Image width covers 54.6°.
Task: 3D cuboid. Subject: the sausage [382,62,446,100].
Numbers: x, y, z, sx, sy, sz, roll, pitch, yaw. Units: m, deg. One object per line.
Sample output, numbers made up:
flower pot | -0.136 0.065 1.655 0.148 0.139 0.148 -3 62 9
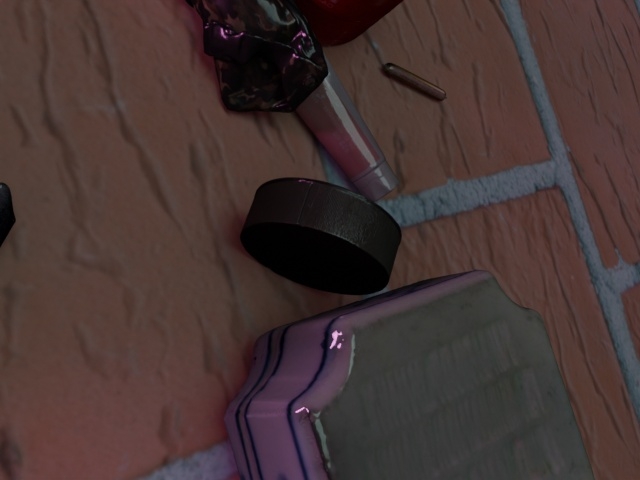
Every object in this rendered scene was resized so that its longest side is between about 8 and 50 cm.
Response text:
sausage | 0.113 -0.187 0.733 0.100 0.015 0.015 17 68 -30

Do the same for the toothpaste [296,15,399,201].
toothpaste | 0.010 -0.127 0.630 0.067 0.043 0.195 -35 99 0

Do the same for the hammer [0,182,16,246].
hammer | -0.289 0.076 0.375 0.137 0.037 0.290 37 60 -23

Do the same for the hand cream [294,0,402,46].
hand cream | 0.017 -0.313 0.636 0.193 0.125 0.193 8 76 -32

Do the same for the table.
table | 0.000 0.000 0.532 0.133 0.133 0.043 30 64 -25

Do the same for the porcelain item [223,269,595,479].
porcelain item | 0.079 0.183 0.523 0.285 0.157 0.282 -15 84 -35

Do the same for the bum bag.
bum bag | -0.080 -0.232 0.570 0.248 0.102 0.069 67 24 0
